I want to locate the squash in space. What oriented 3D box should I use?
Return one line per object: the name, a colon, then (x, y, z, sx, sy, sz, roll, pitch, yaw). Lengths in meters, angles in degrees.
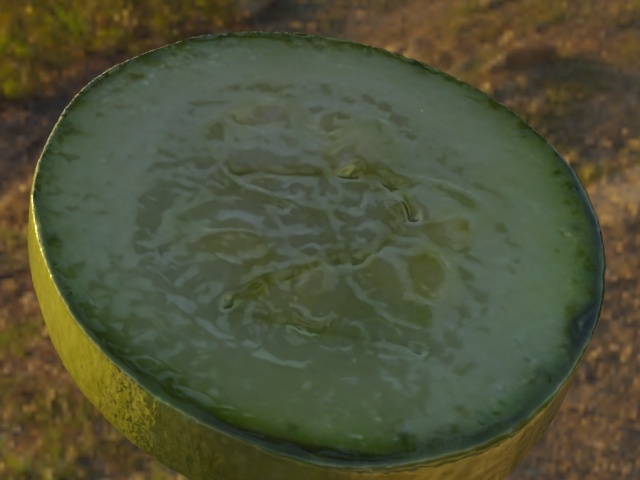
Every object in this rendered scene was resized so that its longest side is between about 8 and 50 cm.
squash: (0.000, 0.000, 0.676, 0.252, 0.049, 0.252, 7, 49, -8)
